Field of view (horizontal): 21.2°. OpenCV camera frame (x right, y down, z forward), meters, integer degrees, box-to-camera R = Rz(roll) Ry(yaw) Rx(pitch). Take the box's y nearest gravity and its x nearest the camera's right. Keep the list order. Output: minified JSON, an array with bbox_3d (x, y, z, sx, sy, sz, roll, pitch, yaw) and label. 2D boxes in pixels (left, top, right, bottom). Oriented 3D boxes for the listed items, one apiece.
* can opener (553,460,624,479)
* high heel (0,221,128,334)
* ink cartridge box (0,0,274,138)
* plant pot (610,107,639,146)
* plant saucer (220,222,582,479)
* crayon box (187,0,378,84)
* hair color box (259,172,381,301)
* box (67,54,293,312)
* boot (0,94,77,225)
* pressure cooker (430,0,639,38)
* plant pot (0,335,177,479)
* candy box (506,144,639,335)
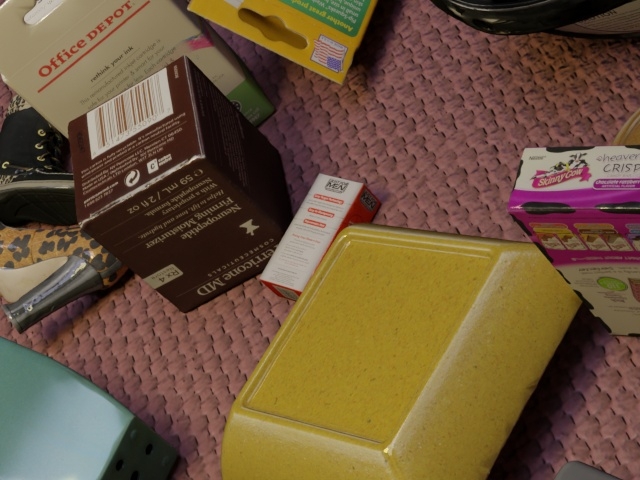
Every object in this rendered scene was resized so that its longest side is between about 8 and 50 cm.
[{"bbox_3d":[0.302,0.276,1.422,0.283,0.076,0.095,20,71,45],"label":"can opener"},{"bbox_3d":[-0.329,0.001,2.104,0.186,0.093,0.261,-32,38,-7],"label":"high heel"},{"bbox_3d":[-0.241,-0.219,1.990,0.207,0.353,0.119,-38,44,7],"label":"ink cartridge box"},{"bbox_3d":[0.375,-0.077,1.663,0.236,0.032,0.236,-19,50,24],"label":"plant pot"},{"bbox_3d":[0.063,0.110,1.672,0.333,0.081,0.332,8,59,48],"label":"plant saucer"},{"bbox_3d":[-0.021,-0.344,2.029,0.322,0.203,0.083,-69,11,-24],"label":"crayon box"},{"bbox_3d":[0.000,0.000,1.874,0.072,0.043,0.141,16,70,43],"label":"hair color box"},{"bbox_3d":[-0.154,-0.061,1.917,0.168,0.203,0.167,-29,46,17],"label":"box"},{"bbox_3d":[-0.348,-0.111,2.186,0.236,0.085,0.178,-3,55,36],"label":"boot"},{"bbox_3d":[0.273,-0.400,1.722,0.376,0.370,0.420,11,63,1],"label":"pressure cooker"},{"bbox_3d":[-0.288,0.224,1.840,0.234,0.165,0.165,15,68,33],"label":"plant pot"},{"bbox_3d":[0.290,0.004,1.518,0.159,0.233,0.071,1,59,36],"label":"candy box"}]
